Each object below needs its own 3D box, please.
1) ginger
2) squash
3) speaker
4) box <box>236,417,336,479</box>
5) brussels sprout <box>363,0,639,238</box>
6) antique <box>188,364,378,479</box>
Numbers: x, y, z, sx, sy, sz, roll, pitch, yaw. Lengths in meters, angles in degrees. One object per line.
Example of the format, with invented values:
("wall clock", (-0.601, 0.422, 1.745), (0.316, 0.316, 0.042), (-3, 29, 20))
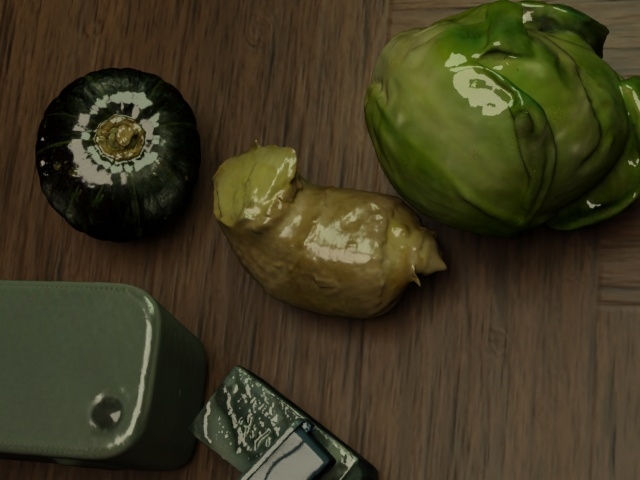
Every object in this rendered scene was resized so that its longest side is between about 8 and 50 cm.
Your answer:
("ginger", (0.000, 0.000, 1.525), (0.267, 0.152, 0.138), (22, 54, 5))
("squash", (-0.223, -0.094, 1.618), (0.193, 0.156, 0.193), (-1, 58, 1))
("speaker", (-0.330, 0.150, 1.556), (0.406, 0.184, 0.183), (1, 74, 18))
("box", (-0.032, 0.224, 1.408), (0.054, 0.074, 0.099), (43, 89, 10))
("brussels sprout", (0.185, -0.122, 1.440), (0.294, 0.259, 0.227), (29, 116, 30))
("antique", (-0.032, 0.219, 1.493), (0.183, 0.086, 0.088), (35, 87, 23))
